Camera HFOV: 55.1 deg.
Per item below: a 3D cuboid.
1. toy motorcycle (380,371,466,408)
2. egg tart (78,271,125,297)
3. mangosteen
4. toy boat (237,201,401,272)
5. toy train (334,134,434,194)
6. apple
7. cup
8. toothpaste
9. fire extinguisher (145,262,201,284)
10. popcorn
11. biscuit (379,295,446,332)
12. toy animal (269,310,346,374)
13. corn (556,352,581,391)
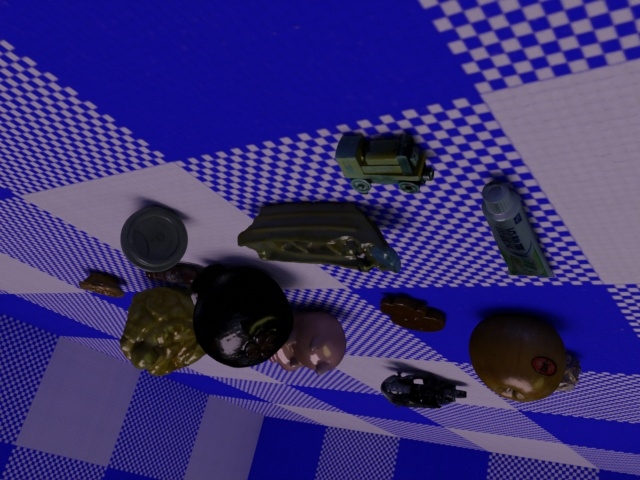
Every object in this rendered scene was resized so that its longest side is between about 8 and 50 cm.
[{"bbox_3d":[0.292,0.448,1.825,0.270,0.106,0.159,11,163,-19],"label":"toy motorcycle"},{"bbox_3d":[-0.591,0.121,1.671,0.128,0.049,0.129,11,163,3],"label":"egg tart"},{"bbox_3d":[-0.175,0.158,1.319,0.243,0.243,0.243,12,157,5],"label":"mangosteen"},{"bbox_3d":[0.003,-0.006,0.979,0.276,0.084,0.111,4,158,32],"label":"toy boat"},{"bbox_3d":[0.078,-0.096,0.764,0.122,0.050,0.081,3,148,29],"label":"toy train"},{"bbox_3d":[0.381,0.228,1.188,0.182,0.155,0.182,11,159,4],"label":"apple"},{"bbox_3d":[-0.320,0.004,1.156,0.120,0.120,0.141,23,163,-20],"label":"cup"},{"bbox_3d":[0.277,0.000,0.869,0.074,0.048,0.297,1,157,28],"label":"toothpaste"},{"bbox_3d":[-0.326,0.076,1.412,0.158,0.043,0.064,5,118,20],"label":"fire extinguisher"},{"bbox_3d":[-0.388,0.227,1.559,0.235,0.242,0.250,30,170,4],"label":"popcorn"},{"bbox_3d":[0.195,0.155,1.299,0.124,0.026,0.175,-5,151,37],"label":"biscuit"},{"bbox_3d":[-0.050,0.235,1.477,0.250,0.166,0.154,4,-161,38],"label":"toy animal"},{"bbox_3d":[0.473,0.292,1.374,0.211,0.087,0.087,-11,146,44],"label":"corn"}]
